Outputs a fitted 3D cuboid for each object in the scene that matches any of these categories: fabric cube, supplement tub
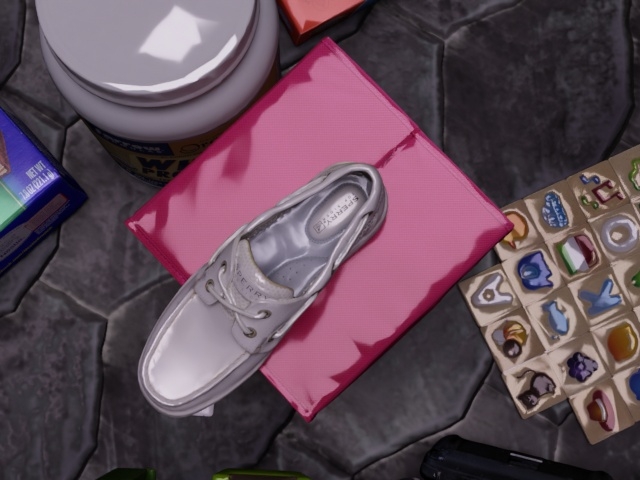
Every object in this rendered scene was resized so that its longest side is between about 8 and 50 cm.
[{"bbox_3d":[0.000,0.000,0.947,0.258,0.254,0.259,-43,84,-3],"label":"fabric cube"},{"bbox_3d":[-0.153,-0.190,0.949,0.228,0.316,0.229,0,80,0],"label":"supplement tub"}]

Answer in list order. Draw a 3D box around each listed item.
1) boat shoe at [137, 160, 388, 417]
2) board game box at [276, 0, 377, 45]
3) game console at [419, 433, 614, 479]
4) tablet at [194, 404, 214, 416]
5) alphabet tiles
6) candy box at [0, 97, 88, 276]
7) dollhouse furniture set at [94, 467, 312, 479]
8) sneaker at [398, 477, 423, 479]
[{"bbox_3d":[-0.054,0.033,0.767,0.098,0.096,0.277,42,86,6],"label":"boat shoe"},{"bbox_3d":[0.000,-0.430,1.093,0.242,0.064,0.317,-30,93,-6],"label":"board game box"},{"bbox_3d":[0.287,0.262,0.951,0.361,0.213,0.044,11,94,20],"label":"game console"},{"bbox_3d":[-0.145,0.155,1.045,0.054,0.006,0.083,4,80,0],"label":"tablet"},{"bbox_3d":[0.347,0.056,1.068,0.342,0.011,0.285,-25,82,-5],"label":"alphabet tiles"},{"bbox_3d":[-0.471,-0.084,1.025,0.268,0.122,0.317,-43,82,-7],"label":"candy box"},{"bbox_3d":[-0.106,0.359,0.804,0.197,0.151,0.302,4,83,-4],"label":"dollhouse furniture set"},{"bbox_3d":[-0.007,0.365,0.950,0.127,0.126,0.321,35,83,-1],"label":"sneaker"}]
